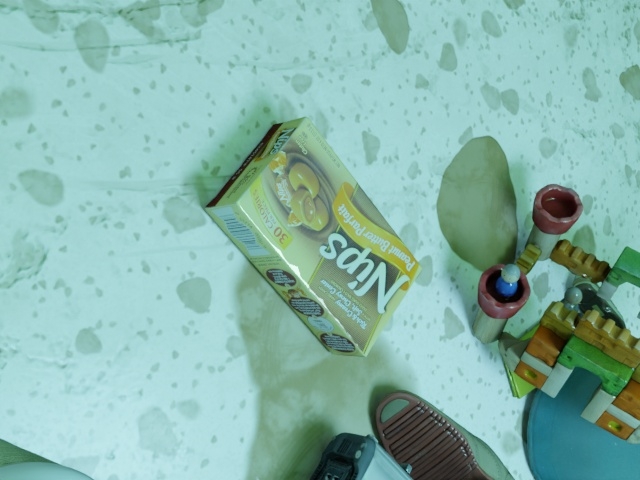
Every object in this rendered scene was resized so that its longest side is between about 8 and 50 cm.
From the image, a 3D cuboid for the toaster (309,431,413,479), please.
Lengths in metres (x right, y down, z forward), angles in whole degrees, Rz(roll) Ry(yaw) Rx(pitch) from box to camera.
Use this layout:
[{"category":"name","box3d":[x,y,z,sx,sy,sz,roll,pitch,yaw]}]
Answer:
[{"category":"toaster","box3d":[0.047,0.401,1.201,0.146,0.129,0.227,41,68,-16]}]

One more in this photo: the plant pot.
[{"category":"plant pot","box3d":[0.568,0.364,1.544,0.271,0.255,0.272,-2,93,-41]}]

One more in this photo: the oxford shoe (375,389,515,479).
[{"category":"oxford shoe","box3d":[0.213,0.360,1.387,0.348,0.123,0.130,49,17,-16]}]

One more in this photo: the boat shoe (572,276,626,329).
[{"category":"boat shoe","box3d":[0.567,0.133,1.696,0.190,0.068,0.072,53,31,-30]}]

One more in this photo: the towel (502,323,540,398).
[{"category":"towel","box3d":[0.431,0.205,1.609,0.237,0.021,0.102,-27,101,-36]}]

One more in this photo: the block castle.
[{"category":"block castle","box3d":[0.504,0.123,1.399,0.303,0.453,0.213,-49,160,-28]}]

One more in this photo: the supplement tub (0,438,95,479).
[{"category":"supplement tub","box3d":[-0.317,0.319,0.801,0.235,0.325,0.235,3,86,-38]}]

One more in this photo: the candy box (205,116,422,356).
[{"category":"candy box","box3d":[0.000,0.000,1.227,0.316,0.087,0.183,51,59,-25]}]
